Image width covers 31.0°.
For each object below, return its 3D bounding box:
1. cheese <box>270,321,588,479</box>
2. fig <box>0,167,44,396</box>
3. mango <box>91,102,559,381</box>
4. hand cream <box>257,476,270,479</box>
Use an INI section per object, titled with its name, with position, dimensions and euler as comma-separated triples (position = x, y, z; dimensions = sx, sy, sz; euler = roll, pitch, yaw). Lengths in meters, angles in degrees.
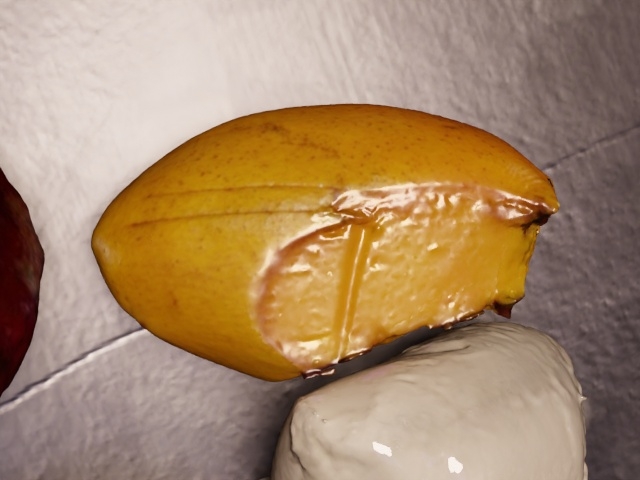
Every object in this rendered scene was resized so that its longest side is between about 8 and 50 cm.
[cheese]
position = 0.058, 0.146, 0.639
dimensions = 0.198, 0.154, 0.189
euler = -15, 105, -47
[fig]
position = -0.271, 0.023, 0.553
dimensions = 0.263, 0.224, 0.224
euler = 1, 93, -4
[mango]
position = 0.000, 0.000, 0.642
dimensions = 0.252, 0.126, 0.153
euler = -3, 83, -3
[hand cream]
position = -0.021, 0.223, 0.705
dimensions = 0.057, 0.037, 0.165
euler = -11, 102, -10
